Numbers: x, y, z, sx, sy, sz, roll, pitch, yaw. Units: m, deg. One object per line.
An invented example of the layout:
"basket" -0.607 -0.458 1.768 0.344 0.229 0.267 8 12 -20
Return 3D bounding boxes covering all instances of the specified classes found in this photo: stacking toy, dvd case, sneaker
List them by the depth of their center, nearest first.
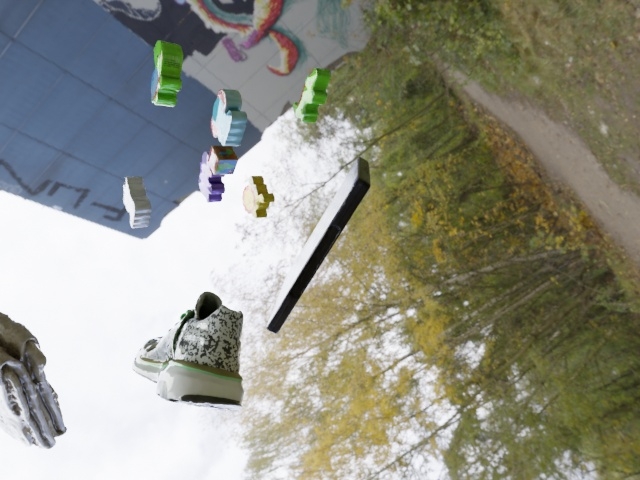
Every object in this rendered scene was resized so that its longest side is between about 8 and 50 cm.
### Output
"stacking toy" -0.106 -0.100 0.442 0.167 0.221 0.052 -7 -124 -36
"dvd case" 0.000 0.000 0.626 0.022 0.253 0.180 30 -160 -6
"sneaker" -0.228 0.190 0.783 0.158 0.410 0.182 27 -109 -29

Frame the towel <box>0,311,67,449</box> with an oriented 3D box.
"towel" -0.380 0.094 0.420 0.282 0.187 0.049 27 -140 10
